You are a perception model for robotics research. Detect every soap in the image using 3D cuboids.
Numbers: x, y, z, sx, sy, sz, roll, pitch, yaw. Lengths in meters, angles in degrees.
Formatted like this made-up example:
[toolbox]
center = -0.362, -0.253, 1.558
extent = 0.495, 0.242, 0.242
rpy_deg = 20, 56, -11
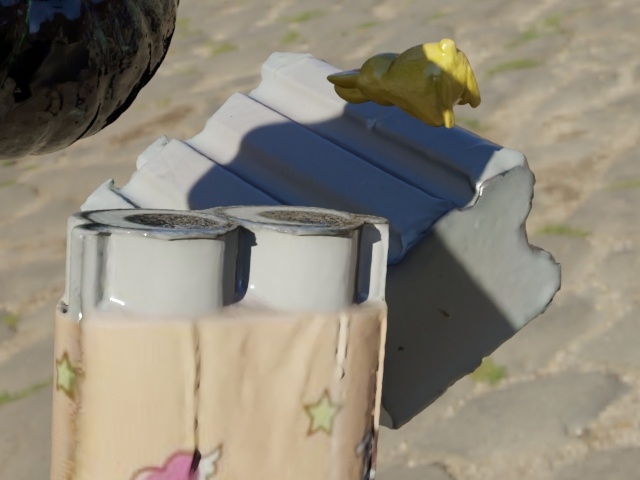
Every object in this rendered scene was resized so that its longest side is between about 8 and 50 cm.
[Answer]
[soap]
center = 0.000, 0.000, 1.660
extent = 0.350, 0.213, 0.435
rpy_deg = -38, 39, -21

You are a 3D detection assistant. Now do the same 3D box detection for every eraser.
[eraser]
center = -0.056, 0.131, 0.707
extent = 0.171, 0.291, 0.087
rpy_deg = -2, 10, -37

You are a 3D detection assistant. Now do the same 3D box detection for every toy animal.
[toy animal]
center = 0.073, -0.159, 1.434
extent = 0.159, 0.083, 0.070
rpy_deg = 10, 38, 43

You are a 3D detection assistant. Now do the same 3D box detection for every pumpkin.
[pumpkin]
center = -0.189, -0.180, 0.920
extent = 0.248, 0.248, 0.248
rpy_deg = -11, 20, 4
